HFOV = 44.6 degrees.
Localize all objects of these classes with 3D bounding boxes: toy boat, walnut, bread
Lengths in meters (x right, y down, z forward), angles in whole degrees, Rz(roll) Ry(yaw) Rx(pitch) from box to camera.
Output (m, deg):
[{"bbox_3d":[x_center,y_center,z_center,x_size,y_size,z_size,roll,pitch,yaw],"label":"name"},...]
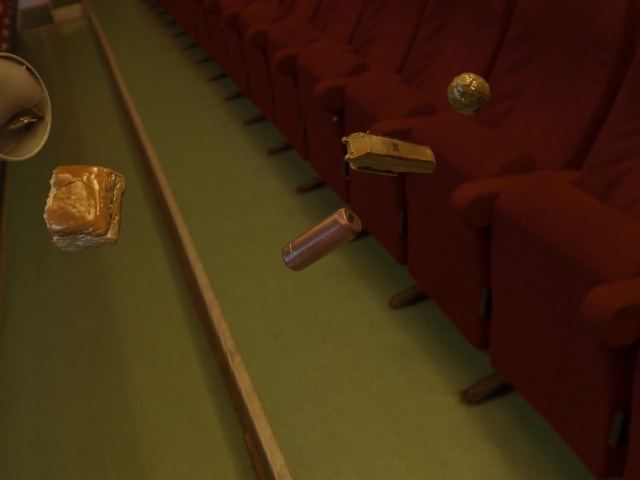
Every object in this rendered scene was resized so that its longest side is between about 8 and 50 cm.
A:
[{"bbox_3d":[0.143,-0.174,1.637,0.226,0.088,0.068,6,62,-28],"label":"toy boat"},{"bbox_3d":[0.307,-0.305,1.619,0.092,0.092,0.092,-8,29,5],"label":"walnut"},{"bbox_3d":[-0.348,-0.053,1.148,0.106,0.082,0.125,-7,67,25],"label":"bread"}]

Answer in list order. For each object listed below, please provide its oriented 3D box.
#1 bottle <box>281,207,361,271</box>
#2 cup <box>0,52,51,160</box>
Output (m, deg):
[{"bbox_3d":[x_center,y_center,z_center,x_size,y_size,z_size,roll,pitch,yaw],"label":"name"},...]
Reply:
[{"bbox_3d":[0.000,0.000,1.283,0.140,0.053,0.053,-33,20,26],"label":"bottle"},{"bbox_3d":[-0.573,-0.227,1.244,0.202,0.221,0.167,-1,33,26],"label":"cup"}]
